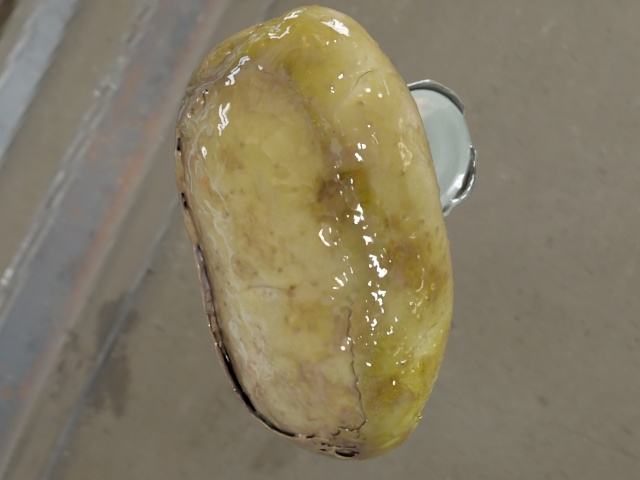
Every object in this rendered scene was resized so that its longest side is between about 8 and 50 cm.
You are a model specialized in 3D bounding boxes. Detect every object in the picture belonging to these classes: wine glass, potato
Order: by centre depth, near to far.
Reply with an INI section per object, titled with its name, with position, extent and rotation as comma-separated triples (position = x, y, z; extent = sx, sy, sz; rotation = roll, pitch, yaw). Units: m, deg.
[potato]
position = 0.000, 0.000, 0.617
extent = 0.107, 0.080, 0.170
rotation = -5, 108, 39
[wine glass]
position = 0.016, -0.059, 1.128
extent = 0.183, 0.122, 0.122
rotation = 11, 74, 54
